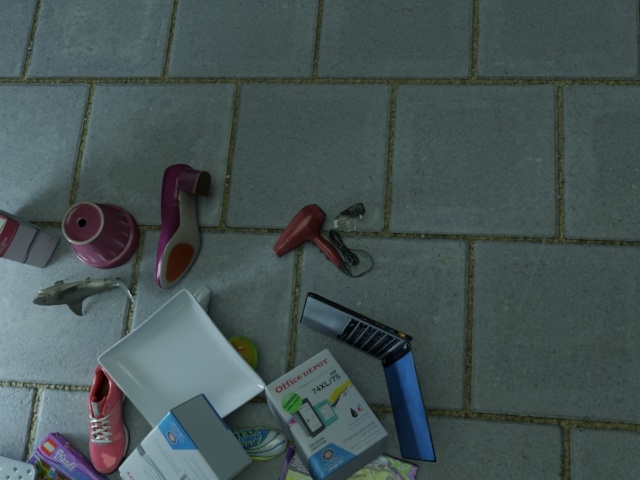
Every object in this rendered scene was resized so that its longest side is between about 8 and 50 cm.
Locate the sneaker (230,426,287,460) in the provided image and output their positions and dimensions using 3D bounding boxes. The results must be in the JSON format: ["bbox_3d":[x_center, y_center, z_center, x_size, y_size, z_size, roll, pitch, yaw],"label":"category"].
[{"bbox_3d":[-0.214,0.551,1.790,0.240,0.126,0.091,-5,75,6],"label":"sneaker"}]

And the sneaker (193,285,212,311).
[{"bbox_3d":[-0.352,0.246,1.919,0.115,0.090,0.232,24,88,6],"label":"sneaker"}]

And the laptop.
[{"bbox_3d":[0.099,0.349,1.655,0.407,0.382,0.236,24,72,3],"label":"laptop"}]

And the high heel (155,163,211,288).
[{"bbox_3d":[-0.448,-0.046,2.014,0.181,0.127,0.377,13,80,40],"label":"high heel"}]

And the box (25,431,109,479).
[{"bbox_3d":[-0.706,0.706,1.845,0.293,0.057,0.201,37,84,15],"label":"box"}]

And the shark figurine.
[{"bbox_3d":[-0.699,0.169,1.986,0.278,0.166,0.116,-8,100,-13],"label":"shark figurine"}]

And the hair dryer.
[{"bbox_3d":[0.000,0.000,1.936,0.293,0.080,0.224,-6,75,6],"label":"hair dryer"}]

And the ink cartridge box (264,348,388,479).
[{"bbox_3d":[0.012,0.464,1.710,0.198,0.197,0.270,-30,63,-16],"label":"ink cartridge box"}]

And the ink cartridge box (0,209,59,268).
[{"bbox_3d":[-0.941,-0.024,1.955,0.207,0.283,0.117,24,83,13],"label":"ink cartridge box"}]

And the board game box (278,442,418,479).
[{"bbox_3d":[0.066,0.647,1.772,0.346,0.056,0.208,16,82,11],"label":"board game box"}]

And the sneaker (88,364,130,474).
[{"bbox_3d":[-0.608,0.488,1.851,0.115,0.136,0.314,-3,75,7],"label":"sneaker"}]

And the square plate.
[{"bbox_3d":[-0.375,0.353,1.807,0.347,0.049,0.344,-38,93,14],"label":"square plate"}]

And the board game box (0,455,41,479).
[{"bbox_3d":[-0.977,0.769,1.829,0.389,0.050,0.390,9,83,14],"label":"board game box"}]

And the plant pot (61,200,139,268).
[{"bbox_3d":[-0.665,-0.028,1.974,0.201,0.180,0.201,-2,76,6],"label":"plant pot"}]

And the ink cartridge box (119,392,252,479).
[{"bbox_3d":[-0.354,0.581,1.718,0.223,0.129,0.307,49,121,13],"label":"ink cartridge box"}]

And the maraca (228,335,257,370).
[{"bbox_3d":[-0.244,0.358,1.861,0.127,0.099,0.186,25,89,30],"label":"maraca"}]
